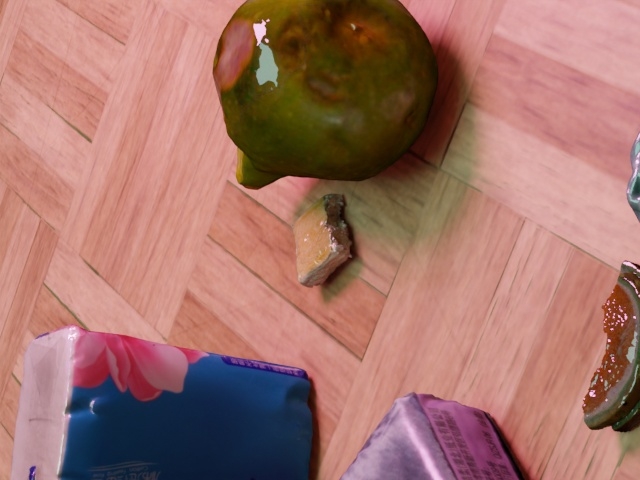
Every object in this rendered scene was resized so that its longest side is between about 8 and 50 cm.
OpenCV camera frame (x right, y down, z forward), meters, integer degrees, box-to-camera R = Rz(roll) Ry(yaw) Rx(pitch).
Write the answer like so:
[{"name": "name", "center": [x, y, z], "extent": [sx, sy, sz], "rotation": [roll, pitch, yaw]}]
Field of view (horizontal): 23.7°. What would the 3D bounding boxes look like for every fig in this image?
[{"name": "fig", "center": [-0.013, -0.127, 1.469], "extent": [0.275, 0.206, 0.206], "rotation": [124, 143, -57]}]

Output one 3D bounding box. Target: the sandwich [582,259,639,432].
[{"name": "sandwich", "center": [0.238, 0.080, 1.177], "extent": [0.067, 0.029, 0.135], "rotation": [-5, 75, 52]}]

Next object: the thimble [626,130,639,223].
[{"name": "thimble", "center": [0.325, -0.059, 1.009], "extent": [0.235, 0.143, 0.198], "rotation": [-40, 50, 37]}]

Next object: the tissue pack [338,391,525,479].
[{"name": "tissue pack", "center": [0.090, 0.322, 1.194], "extent": [0.259, 0.122, 0.361], "rotation": [-57, 29, 21]}]

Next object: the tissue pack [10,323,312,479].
[{"name": "tissue pack", "center": [-0.148, 0.205, 1.456], "extent": [0.137, 0.269, 0.209], "rotation": [-7, 73, 54]}]

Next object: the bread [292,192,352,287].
[{"name": "bread", "center": [0.000, 0.000, 1.518], "extent": [0.070, 0.035, 0.083], "rotation": [-46, 40, 35]}]
